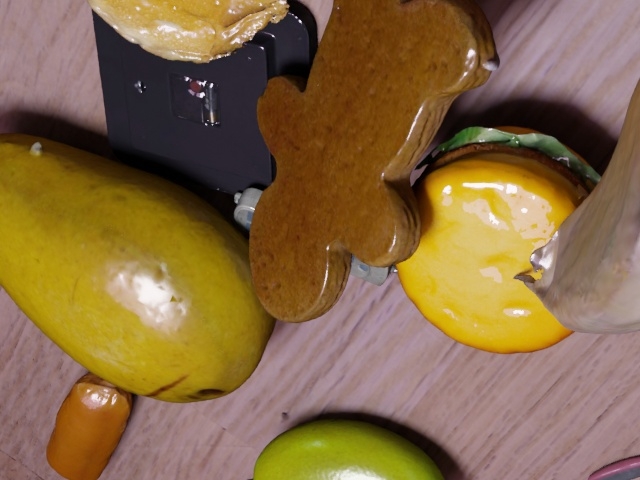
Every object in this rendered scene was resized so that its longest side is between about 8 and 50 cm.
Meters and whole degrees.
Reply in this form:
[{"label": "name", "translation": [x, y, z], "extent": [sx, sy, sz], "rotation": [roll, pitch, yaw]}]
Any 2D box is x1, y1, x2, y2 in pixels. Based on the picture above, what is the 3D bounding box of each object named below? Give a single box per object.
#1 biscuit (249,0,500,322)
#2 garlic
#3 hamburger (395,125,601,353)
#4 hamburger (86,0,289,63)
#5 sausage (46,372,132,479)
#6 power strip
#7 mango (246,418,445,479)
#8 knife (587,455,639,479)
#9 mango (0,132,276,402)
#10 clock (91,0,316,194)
[{"label": "biscuit", "translation": [0.035, -0.097, 1.630], "extent": [0.283, 0.064, 0.432], "rotation": [51, 130, 39]}, {"label": "garlic", "translation": [0.289, -0.010, 1.413], "extent": [0.151, 0.196, 0.338], "rotation": [0, 136, -24]}, {"label": "hamburger", "translation": [0.201, -0.012, 1.652], "extent": [0.246, 0.170, 0.246], "rotation": [9, 120, 16]}, {"label": "hamburger", "translation": [-0.128, -0.314, 1.598], "extent": [0.244, 0.163, 0.244], "rotation": [11, 132, 12]}, {"label": "sausage", "translation": [-0.330, 0.265, 2.256], "extent": [0.098, 0.098, 0.238], "rotation": [32, 138, 3]}, {"label": "power strip", "translation": [0.000, 0.000, 1.851], "extent": [0.227, 0.029, 0.080], "rotation": [22, 156, 4]}, {"label": "mango", "translation": [0.031, 0.314, 2.046], "extent": [0.273, 0.149, 0.185], "rotation": [-19, 108, 34]}, {"label": "knife", "translation": [0.417, 0.259, 1.863], "extent": [0.247, 0.018, 0.035], "rotation": [-23, 110, 40]}, {"label": "mango", "translation": [-0.258, 0.024, 1.915], "extent": [0.445, 0.220, 0.301], "rotation": [34, 147, 1]}, {"label": "clock", "translation": [-0.133, -0.169, 1.799], "extent": [0.273, 0.049, 0.279], "rotation": [15, 132, 20]}]
